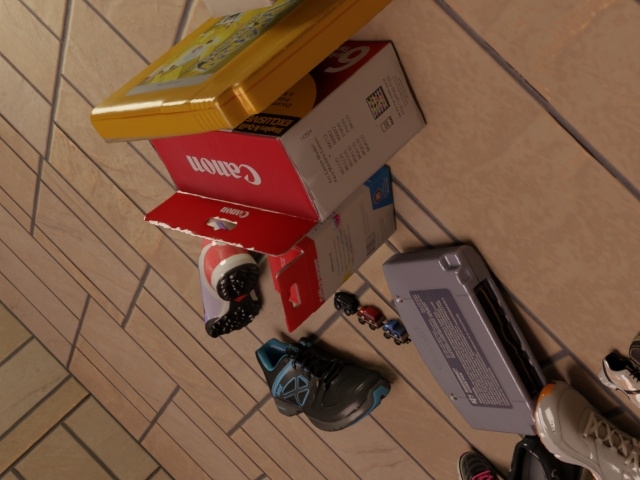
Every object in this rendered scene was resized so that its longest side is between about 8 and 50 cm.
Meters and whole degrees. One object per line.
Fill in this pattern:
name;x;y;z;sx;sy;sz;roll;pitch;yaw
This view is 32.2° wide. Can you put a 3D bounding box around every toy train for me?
toy train;0.083;0.123;1.789;0.158;0.027;0.036;29;138;33

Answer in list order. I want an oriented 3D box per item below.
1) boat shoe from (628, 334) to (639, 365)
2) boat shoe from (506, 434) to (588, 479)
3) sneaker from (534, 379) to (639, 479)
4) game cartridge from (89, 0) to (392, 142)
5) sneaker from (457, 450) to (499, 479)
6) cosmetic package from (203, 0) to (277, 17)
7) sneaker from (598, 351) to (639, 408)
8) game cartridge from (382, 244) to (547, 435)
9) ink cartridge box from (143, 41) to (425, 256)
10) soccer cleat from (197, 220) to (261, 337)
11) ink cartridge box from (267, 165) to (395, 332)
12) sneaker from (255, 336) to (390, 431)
boat shoe;0.429;0.163;1.311;0.152;0.049;0.056;28;148;33
boat shoe;0.318;0.408;1.626;0.127;0.113;0.340;32;130;37
sneaker;0.398;0.280;1.489;0.262;0.099;0.121;47;147;-19
game cartridge;-0.091;-0.218;1.280;0.323;0.285;0.053;0;129;55
sneaker;0.283;0.414;1.822;0.075;0.063;0.170;100;150;-54
cosmetic package;-0.108;-0.409;1.193;0.129;0.153;0.296;6;134;54
sneaker;0.397;0.179;1.391;0.109;0.040;0.044;28;146;32
game cartridge;0.206;0.141;1.572;0.196;0.060;0.294;-11;112;55
ink cartridge box;-0.077;-0.129;1.397;0.309;0.272;0.130;12;138;48
soccer cleat;-0.176;0.079;2.044;0.116;0.108;0.318;61;162;22
ink cartridge box;0.000;0.000;1.507;0.078;0.231;0.134;30;149;30
sneaker;-0.010;0.251;1.993;0.341;0.125;0.140;-6;118;55
